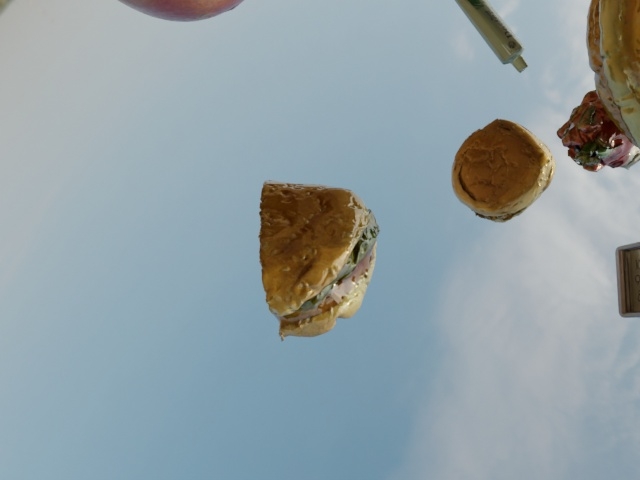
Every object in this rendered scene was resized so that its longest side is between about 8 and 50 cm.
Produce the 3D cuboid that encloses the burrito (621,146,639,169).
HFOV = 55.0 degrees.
[{"bbox_3d":[0.718,-0.231,1.560,0.064,0.203,0.064,-167,-90,-77],"label":"burrito"}]

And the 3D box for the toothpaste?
[{"bbox_3d":[0.266,-0.362,0.997,0.064,0.218,0.041,-29,170,-28],"label":"toothpaste"}]

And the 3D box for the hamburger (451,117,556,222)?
[{"bbox_3d":[0.381,-0.142,1.297,0.214,0.108,0.213,-9,-106,34],"label":"hamburger"}]

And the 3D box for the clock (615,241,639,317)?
[{"bbox_3d":[0.619,0.066,1.102,0.193,0.073,0.144,130,-39,-78],"label":"clock"}]

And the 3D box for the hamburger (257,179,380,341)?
[{"bbox_3d":[0.003,0.001,1.060,0.209,0.162,0.329,-8,-141,-2],"label":"hamburger"}]

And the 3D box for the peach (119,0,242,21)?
[{"bbox_3d":[-0.259,-0.570,1.088,0.388,0.388,0.388,-30,-143,26],"label":"peach"}]

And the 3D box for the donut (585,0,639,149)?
[{"bbox_3d":[0.585,-0.317,0.906,0.448,0.449,0.198,-51,-156,-3],"label":"donut"}]

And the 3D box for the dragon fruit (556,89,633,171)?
[{"bbox_3d":[0.506,-0.190,1.101,0.137,0.135,0.236,-55,171,28],"label":"dragon fruit"}]
